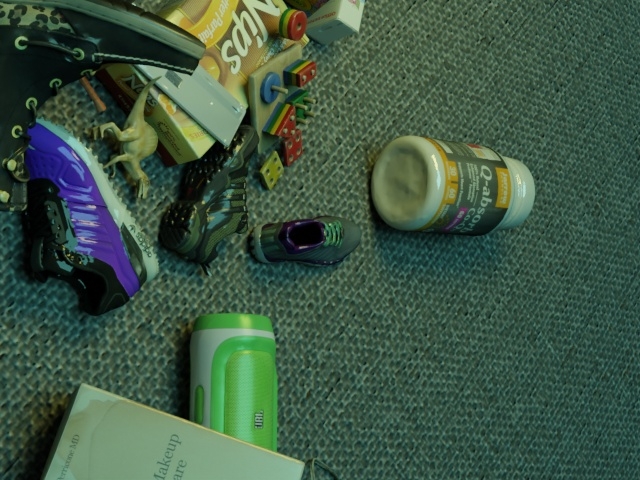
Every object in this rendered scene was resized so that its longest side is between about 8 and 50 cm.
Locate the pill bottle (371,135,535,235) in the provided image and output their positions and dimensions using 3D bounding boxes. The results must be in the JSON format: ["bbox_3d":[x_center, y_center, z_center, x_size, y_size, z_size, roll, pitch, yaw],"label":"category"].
[{"bbox_3d":[0.234,-0.090,2.166,0.278,0.162,0.162,3,79,-42],"label":"pill bottle"}]

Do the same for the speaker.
[{"bbox_3d":[-0.126,0.258,1.789,0.131,0.131,0.296,10,75,-41],"label":"speaker"}]

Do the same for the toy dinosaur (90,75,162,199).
[{"bbox_3d":[-0.272,-0.149,1.766,0.092,0.053,0.183,-5,114,-26],"label":"toy dinosaur"}]

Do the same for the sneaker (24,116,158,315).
[{"bbox_3d":[-0.341,-0.023,1.664,0.293,0.102,0.146,56,51,-19],"label":"sneaker"}]

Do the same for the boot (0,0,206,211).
[{"bbox_3d":[-0.353,-0.177,1.552,0.377,0.138,0.284,12,100,-18],"label":"boot"}]

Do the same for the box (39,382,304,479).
[{"bbox_3d":[-0.195,0.306,1.630,0.311,0.121,0.148,20,73,-10],"label":"box"}]

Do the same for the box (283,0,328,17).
[{"bbox_3d":[-0.037,-0.561,1.965,0.290,0.177,0.279,37,58,-17],"label":"box"}]

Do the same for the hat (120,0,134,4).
[{"bbox_3d":[-0.349,-0.447,1.620,0.331,0.134,0.331,-11,119,-20],"label":"hat"}]

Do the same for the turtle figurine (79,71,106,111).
[{"bbox_3d":[-0.364,-0.303,1.709,0.269,0.087,0.217,43,45,-11],"label":"turtle figurine"}]

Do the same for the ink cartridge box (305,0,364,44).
[{"bbox_3d":[0.026,-0.396,2.086,0.052,0.088,0.122,30,62,-37],"label":"ink cartridge box"}]

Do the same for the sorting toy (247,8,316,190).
[{"bbox_3d":[-0.052,-0.205,1.920,0.132,0.046,0.274,-42,141,-45],"label":"sorting toy"}]

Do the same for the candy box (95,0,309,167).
[{"bbox_3d":[-0.169,-0.278,1.882,0.183,0.087,0.316,55,50,-22],"label":"candy box"}]

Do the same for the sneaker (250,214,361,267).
[{"bbox_3d":[0.000,0.000,1.975,0.223,0.098,0.083,-8,87,-43],"label":"sneaker"}]

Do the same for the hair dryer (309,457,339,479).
[{"bbox_3d":[0.026,0.500,1.910,0.223,0.080,0.293,-41,110,-40],"label":"hair dryer"}]

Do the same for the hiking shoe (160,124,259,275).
[{"bbox_3d":[-0.148,-0.064,1.869,0.114,0.086,0.227,45,68,-42],"label":"hiking shoe"}]

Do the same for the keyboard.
[{"bbox_3d":[-0.205,-0.236,1.775,0.256,0.014,0.072,42,63,-30],"label":"keyboard"}]
